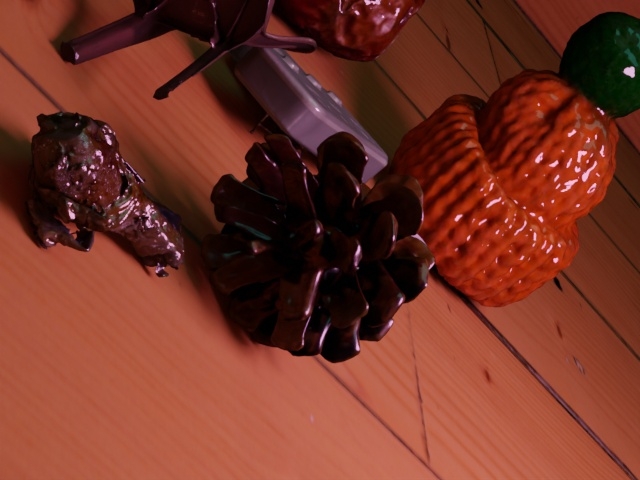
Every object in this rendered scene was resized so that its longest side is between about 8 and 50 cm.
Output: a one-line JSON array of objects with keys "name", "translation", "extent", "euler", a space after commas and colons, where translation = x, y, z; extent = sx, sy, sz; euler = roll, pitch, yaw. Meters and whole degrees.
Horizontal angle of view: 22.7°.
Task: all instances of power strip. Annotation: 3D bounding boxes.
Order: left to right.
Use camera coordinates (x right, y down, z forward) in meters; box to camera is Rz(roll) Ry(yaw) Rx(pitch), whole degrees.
[{"name": "power strip", "translation": [-0.027, -0.171, 1.890], "extent": [0.193, 0.059, 0.265], "euler": [50, 8, 22]}]

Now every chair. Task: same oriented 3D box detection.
[{"name": "chair", "translation": [-0.108, -0.265, 1.604], "extent": [0.175, 0.183, 0.326], "euler": [25, 23, 14]}]

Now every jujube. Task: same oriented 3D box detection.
[{"name": "jujube", "translation": [-0.005, -0.398, 2.183], "extent": [0.342, 0.216, 0.216], "euler": [35, 25, -26]}]

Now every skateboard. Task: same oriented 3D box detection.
[{"name": "skateboard", "translation": [-0.054, -0.129, 1.857], "extent": [0.083, 0.032, 0.064], "euler": [35, 16, -49]}]

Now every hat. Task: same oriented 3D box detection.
[{"name": "hat", "translation": [0.305, -0.103, 2.111], "extent": [0.285, 0.400, 0.285], "euler": [51, 18, -23]}]

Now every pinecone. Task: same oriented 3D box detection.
[{"name": "pinecone", "translation": [-0.001, -0.001, 1.490], "extent": [0.201, 0.202, 0.229], "euler": [46, 39, -49]}]

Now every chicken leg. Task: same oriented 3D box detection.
[{"name": "chicken leg", "translation": [-0.183, -0.039, 1.328], "extent": [0.196, 0.080, 0.125], "euler": [27, 42, -68]}]

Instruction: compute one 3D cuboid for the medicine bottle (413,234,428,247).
[{"name": "medicine bottle", "translation": [0.079, 0.031, 1.801], "extent": [0.052, 0.089, 0.052], "euler": [46, 20, -23]}]
